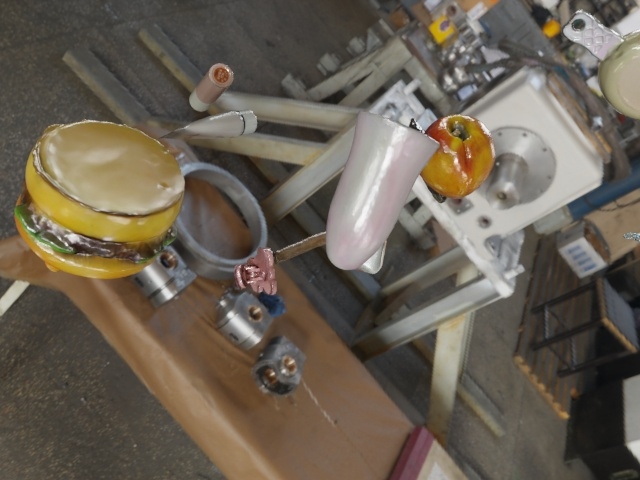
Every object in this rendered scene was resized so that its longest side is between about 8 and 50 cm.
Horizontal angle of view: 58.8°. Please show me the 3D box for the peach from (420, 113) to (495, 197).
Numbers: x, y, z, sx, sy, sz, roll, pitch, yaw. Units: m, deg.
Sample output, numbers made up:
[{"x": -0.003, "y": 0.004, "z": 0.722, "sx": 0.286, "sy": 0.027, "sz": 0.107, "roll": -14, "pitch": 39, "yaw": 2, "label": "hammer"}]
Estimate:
[{"x": 0.419, "y": -0.252, "z": 1.772, "sx": 0.281, "sy": 0.238, "sz": 0.281, "roll": -4, "pitch": 90, "yaw": -88, "label": "peach"}]

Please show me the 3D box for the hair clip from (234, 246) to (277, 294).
[{"x": -0.157, "y": 0.083, "z": 1.463, "sx": 0.138, "sy": 0.102, "sz": 0.123, "roll": 37, "pitch": 44, "yaw": -83, "label": "hair clip"}]

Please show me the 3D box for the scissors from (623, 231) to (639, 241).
[{"x": 0.840, "y": -0.019, "z": 1.464, "sx": 0.119, "sy": 0.058, "sz": 0.014, "roll": -17, "pitch": 111, "yaw": -23, "label": "scissors"}]

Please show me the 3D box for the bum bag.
[{"x": 0.375, "y": -0.289, "z": 2.031, "sx": 0.144, "sy": 0.095, "sz": 0.340, "roll": 49, "pitch": 24, "yaw": -62, "label": "bum bag"}]

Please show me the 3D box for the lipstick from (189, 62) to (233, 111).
[{"x": -0.324, "y": -0.444, "z": 1.664, "sx": 0.070, "sy": 0.254, "sz": 0.070, "roll": 2, "pitch": 86, "yaw": -25, "label": "lipstick"}]

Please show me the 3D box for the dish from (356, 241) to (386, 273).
[{"x": 0.139, "y": 0.029, "z": 1.993, "sx": 0.064, "sy": 0.234, "sz": 0.154, "roll": 11, "pitch": 90, "yaw": -35, "label": "dish"}]

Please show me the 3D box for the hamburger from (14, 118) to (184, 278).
[{"x": -0.547, "y": -0.093, "z": 1.442, "sx": 0.395, "sy": 0.277, "sz": 0.396, "roll": 23, "pitch": 37, "yaw": -18, "label": "hamburger"}]

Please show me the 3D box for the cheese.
[{"x": 0.578, "y": -0.336, "z": 1.063, "sx": 0.286, "sy": 0.163, "sz": 0.082, "roll": 31, "pitch": 43, "yaw": -12, "label": "cheese"}]

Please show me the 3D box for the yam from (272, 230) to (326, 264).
[{"x": 0.000, "y": 0.000, "z": 1.656, "sx": 0.327, "sy": 0.045, "sz": 0.045, "roll": -21, "pitch": 90, "yaw": -31, "label": "yam"}]

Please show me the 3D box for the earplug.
[{"x": 0.096, "y": -0.083, "z": 1.125, "sx": 0.172, "sy": 0.301, "sz": 0.172, "roll": 22, "pitch": 8, "yaw": -3, "label": "earplug"}]

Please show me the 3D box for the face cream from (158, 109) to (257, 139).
[{"x": -0.347, "y": -0.363, "z": 1.807, "sx": 0.314, "sy": 0.143, "sz": 0.089, "roll": -17, "pitch": 99, "yaw": -40, "label": "face cream"}]
